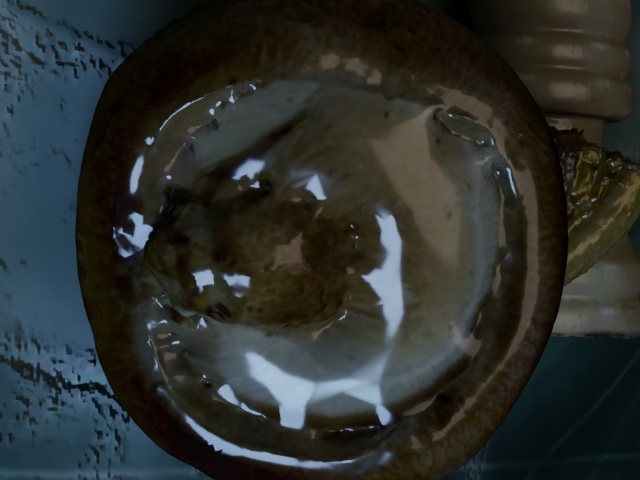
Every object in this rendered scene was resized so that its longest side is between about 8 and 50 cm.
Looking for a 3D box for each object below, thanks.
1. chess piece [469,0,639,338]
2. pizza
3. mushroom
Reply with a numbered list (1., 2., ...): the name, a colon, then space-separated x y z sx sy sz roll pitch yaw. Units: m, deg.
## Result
1. chess piece: 0.147 -0.094 0.994 0.139 0.124 0.307 2 91 -13
2. pizza: 0.074 -0.012 0.882 0.246 0.058 0.127 4 88 -18
3. mushroom: 0.000 0.000 0.761 0.253 0.153 0.253 -2 100 -9
